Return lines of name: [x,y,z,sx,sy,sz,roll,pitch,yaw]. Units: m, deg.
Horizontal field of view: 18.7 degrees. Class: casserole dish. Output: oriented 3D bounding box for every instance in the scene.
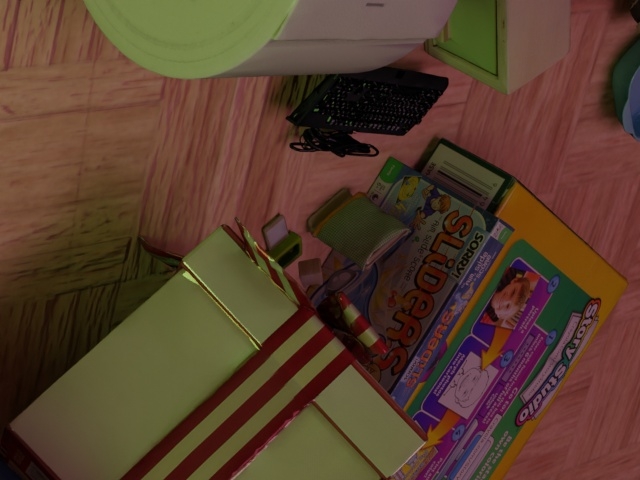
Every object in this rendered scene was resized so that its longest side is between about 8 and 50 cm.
casserole dish: [0.361,-0.186,2.020,0.188,0.037,0.114,-44,143,-21]

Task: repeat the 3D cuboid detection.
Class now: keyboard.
keyboard: [0.044,-0.103,1.661,0.100,0.038,0.192,-45,158,24]

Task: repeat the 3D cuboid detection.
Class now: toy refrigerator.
toy refrigerator: [0.144,-0.264,1.636,0.094,0.102,0.269,-36,140,-29]

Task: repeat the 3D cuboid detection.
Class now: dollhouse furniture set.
dollhouse furniture set: [0.000,0.000,1.683,0.152,0.076,0.058,-41,142,-22]

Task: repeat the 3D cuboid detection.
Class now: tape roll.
tape roll: [-0.035,-0.232,1.316,0.169,0.246,0.246,-6,121,-48]

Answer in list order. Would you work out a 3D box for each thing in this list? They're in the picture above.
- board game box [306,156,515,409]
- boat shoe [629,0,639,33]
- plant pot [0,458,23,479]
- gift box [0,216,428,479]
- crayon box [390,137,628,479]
board game box: [0.066,0.042,1.743,0.201,0.136,0.035,-59,145,0]
boat shoe: [0.386,-0.285,1.950,0.228,0.068,0.081,-35,179,-24]
plant pot: [-0.353,0.173,1.253,0.236,0.236,0.212,-51,139,-10]
gift box: [-0.091,0.135,1.491,0.258,0.276,0.255,-41,-178,-18]
crayon box: [0.118,0.124,1.898,0.363,0.106,0.313,-57,147,-1]
